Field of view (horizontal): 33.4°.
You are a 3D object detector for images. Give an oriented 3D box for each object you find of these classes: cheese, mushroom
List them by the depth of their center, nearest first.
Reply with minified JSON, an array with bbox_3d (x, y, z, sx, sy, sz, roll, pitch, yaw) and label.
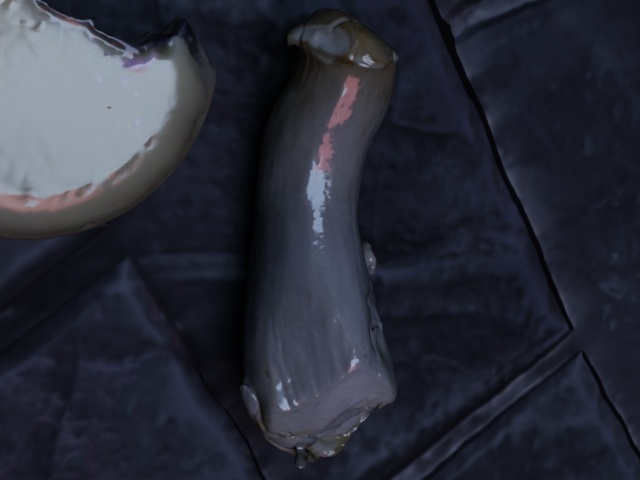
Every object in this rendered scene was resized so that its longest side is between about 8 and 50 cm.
[{"bbox_3d":[-0.178,-0.041,0.568,0.163,0.071,0.249,41,81,-23],"label":"cheese"},{"bbox_3d":[-0.001,0.001,0.646,0.099,0.096,0.278,0,95,-26],"label":"mushroom"}]
